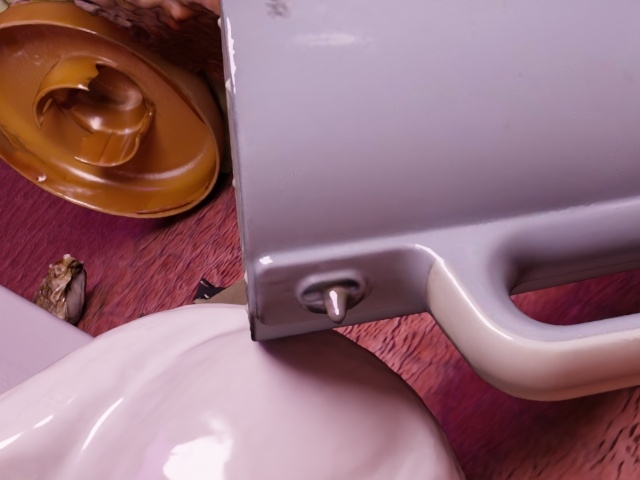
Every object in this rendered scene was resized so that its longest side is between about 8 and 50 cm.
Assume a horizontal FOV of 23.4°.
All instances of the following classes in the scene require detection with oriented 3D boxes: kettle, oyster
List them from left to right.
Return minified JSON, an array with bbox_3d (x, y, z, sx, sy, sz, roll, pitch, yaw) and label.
[{"bbox_3d":[-0.256,0.069,1.445,0.166,0.053,0.108,-48,8,29],"label":"oyster"},{"bbox_3d":[0.085,-0.031,0.604,0.211,0.243,0.160,-97,3,-46],"label":"kettle"}]

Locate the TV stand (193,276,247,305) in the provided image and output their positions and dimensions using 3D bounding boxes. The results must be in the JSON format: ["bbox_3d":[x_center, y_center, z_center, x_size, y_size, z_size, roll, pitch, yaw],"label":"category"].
[{"bbox_3d":[0.000,0.000,1.024,0.249,0.036,0.042,-32,25,42],"label":"TV stand"}]

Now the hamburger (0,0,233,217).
[{"bbox_3d":[-0.172,-0.174,1.369,0.274,0.274,0.212,-30,31,45],"label":"hamburger"}]

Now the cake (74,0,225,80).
[{"bbox_3d":[-0.037,-0.244,1.121,0.255,0.290,0.282,5,75,71],"label":"cake"}]

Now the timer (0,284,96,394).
[{"bbox_3d":[-0.280,0.149,1.101,0.195,0.192,0.194,-30,37,45],"label":"timer"}]

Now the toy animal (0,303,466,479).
[{"bbox_3d":[-0.050,0.141,0.633,0.265,0.271,0.206,-38,-33,-34],"label":"toy animal"}]

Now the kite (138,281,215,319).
[{"bbox_3d":[-0.131,0.106,1.150,0.183,0.014,0.241,-53,16,-5],"label":"kite"}]
